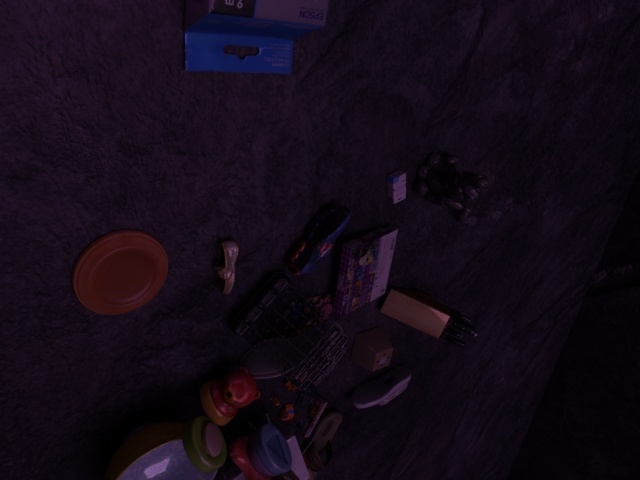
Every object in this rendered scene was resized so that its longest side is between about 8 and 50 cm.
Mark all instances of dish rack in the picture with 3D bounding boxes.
[{"bbox_3d":[-0.073,0.238,1.398,0.271,0.074,0.208,43,87,-8],"label":"dish rack"}]

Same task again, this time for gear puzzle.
[{"bbox_3d":[-0.051,0.314,1.596,0.175,0.044,0.339,-7,121,-38],"label":"gear puzzle"}]

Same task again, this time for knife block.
[{"bbox_3d":[0.359,0.252,1.760,0.275,0.242,0.088,12,108,-44],"label":"knife block"}]

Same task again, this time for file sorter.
[{"bbox_3d":[-0.208,0.662,1.589,0.277,0.173,0.193,-29,124,-23],"label":"file sorter"}]

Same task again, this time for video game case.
[{"bbox_3d":[0.130,0.086,1.581,0.210,0.041,0.232,-23,131,-41],"label":"video game case"}]

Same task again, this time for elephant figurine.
[{"bbox_3d":[0.391,-0.135,1.533,0.185,0.239,0.170,-2,117,-40],"label":"elephant figurine"}]

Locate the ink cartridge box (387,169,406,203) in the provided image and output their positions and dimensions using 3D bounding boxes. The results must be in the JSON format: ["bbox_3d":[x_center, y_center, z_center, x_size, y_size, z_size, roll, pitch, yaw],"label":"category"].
[{"bbox_3d":[0.213,-0.150,1.527,0.048,0.028,0.083,-27,131,-24],"label":"ink cartridge box"}]

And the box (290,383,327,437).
[{"bbox_3d":[-0.042,0.533,1.713,0.027,0.094,0.137,15,107,-44],"label":"box"}]

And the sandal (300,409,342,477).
[{"bbox_3d":[-0.004,0.724,1.876,0.120,0.086,0.303,8,111,-43],"label":"sandal"}]

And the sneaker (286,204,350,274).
[{"bbox_3d":[0.000,0.000,1.422,0.221,0.083,0.087,-49,151,4],"label":"sneaker"}]

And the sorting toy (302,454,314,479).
[{"bbox_3d":[-0.087,0.797,1.840,0.132,0.046,0.275,-9,119,8],"label":"sorting toy"}]

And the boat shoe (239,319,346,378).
[{"bbox_3d":[-0.069,0.311,1.487,0.302,0.115,0.091,-17,150,8],"label":"boat shoe"}]

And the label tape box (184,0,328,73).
[{"bbox_3d":[-0.105,-0.470,0.986,0.249,0.115,0.348,-10,121,-36],"label":"label tape box"}]

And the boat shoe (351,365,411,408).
[{"bbox_3d":[0.217,0.539,1.943,0.267,0.096,0.088,-23,126,-38],"label":"boat shoe"}]

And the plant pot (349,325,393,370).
[{"bbox_3d":[0.174,0.360,1.781,0.108,0.096,0.109,-11,123,-35],"label":"plant pot"}]

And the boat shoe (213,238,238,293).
[{"bbox_3d":[-0.227,0.062,1.283,0.045,0.050,0.136,-1,108,-36],"label":"boat shoe"}]

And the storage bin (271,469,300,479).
[{"bbox_3d":[-0.129,0.755,1.407,0.262,0.260,0.123,-48,125,-10],"label":"storage bin"}]

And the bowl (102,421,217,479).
[{"bbox_3d":[-0.415,0.552,1.363,0.289,0.156,0.290,-22,130,-28],"label":"bowl"}]

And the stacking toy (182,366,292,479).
[{"bbox_3d":[-0.186,0.487,1.347,0.130,0.279,0.309,-33,94,12],"label":"stacking toy"}]

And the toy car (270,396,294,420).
[{"bbox_3d":[-0.122,0.528,1.680,0.060,0.040,0.122,-51,137,-1],"label":"toy car"}]

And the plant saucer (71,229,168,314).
[{"bbox_3d":[-0.410,0.074,1.140,0.199,0.037,0.200,-21,129,-28],"label":"plant saucer"}]
